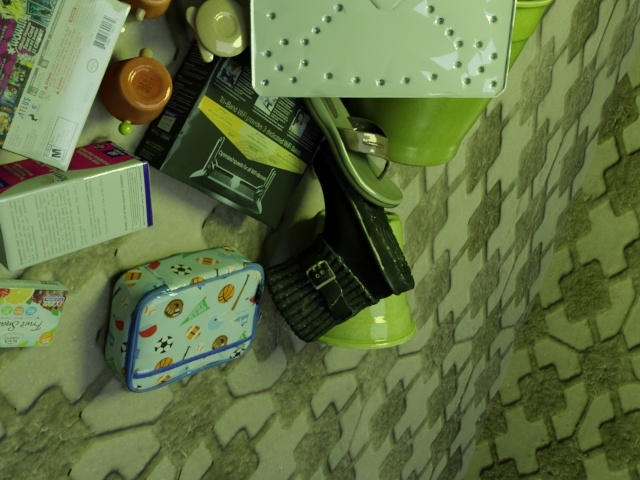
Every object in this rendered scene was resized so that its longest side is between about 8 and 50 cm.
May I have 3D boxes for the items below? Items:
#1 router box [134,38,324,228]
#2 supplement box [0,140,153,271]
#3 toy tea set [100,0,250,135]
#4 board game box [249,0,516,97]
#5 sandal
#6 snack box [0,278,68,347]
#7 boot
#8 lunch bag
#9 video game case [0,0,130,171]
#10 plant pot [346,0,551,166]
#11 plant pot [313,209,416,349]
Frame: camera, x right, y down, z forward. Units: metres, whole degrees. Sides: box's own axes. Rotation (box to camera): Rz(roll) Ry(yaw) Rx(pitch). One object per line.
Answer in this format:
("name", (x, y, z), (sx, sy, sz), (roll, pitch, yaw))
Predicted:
("router box", (-0.137, -0.183, 1.168), (0.309, 0.081, 0.243), (29, 90, -53))
("supplement box", (-0.366, -0.055, 0.958), (0.220, 0.111, 0.114), (-25, 130, -39))
("toy tea set", (-0.228, -0.315, 0.985), (0.336, 0.124, 0.200), (-41, 109, -20))
("board game box", (0.093, -0.407, 0.971), (0.390, 0.050, 0.390), (-1, 111, -5))
("sandal", (0.068, -0.185, 1.204), (0.302, 0.086, 0.120), (57, 25, -18))
("snack box", (-0.464, 0.110, 1.010), (0.141, 0.037, 0.100), (8, 108, -51))
("boot", (-0.001, 0.001, 1.301), (0.260, 0.348, 0.131), (-26, 171, 19))
("lunch bag", (-0.238, 0.146, 1.239), (0.303, 0.115, 0.243), (-12, 123, -44))
("video game case", (-0.377, -0.229, 0.827), (0.210, 0.042, 0.232), (20, 98, -28))
("plant pot", (0.198, -0.344, 1.272), (0.366, 0.366, 0.353), (-23, 139, -40))
("plant pot", (0.080, 0.065, 1.463), (0.276, 0.276, 0.253), (-12, 110, -45))
